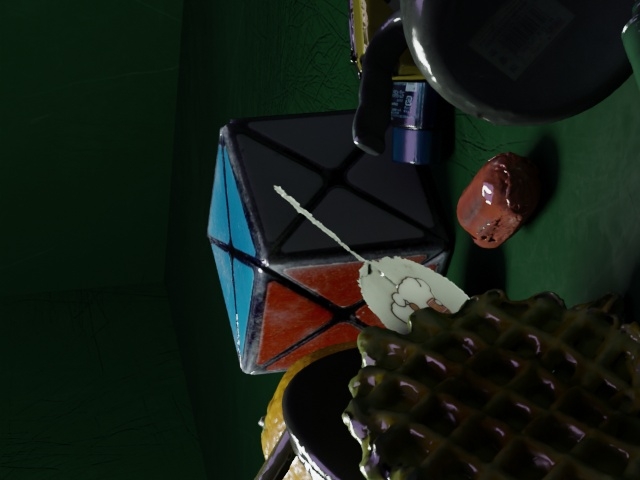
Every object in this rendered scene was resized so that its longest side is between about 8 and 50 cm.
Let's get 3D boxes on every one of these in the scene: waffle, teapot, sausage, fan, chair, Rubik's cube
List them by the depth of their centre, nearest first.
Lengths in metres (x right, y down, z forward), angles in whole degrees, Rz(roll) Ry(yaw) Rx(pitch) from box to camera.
[{"bbox_3d":[0.169,0.155,1.392,0.317,0.297,0.073,-101,5,-55],"label":"waffle"},{"bbox_3d":[0.160,-0.223,1.450,0.285,0.223,0.305,-102,21,-58],"label":"teapot"},{"bbox_3d":[0.079,0.350,1.575,0.365,0.362,0.410,36,125,40],"label":"chair"},{"bbox_3d":[0.191,-0.043,1.680,0.141,0.076,0.076,112,150,-65],"label":"sausage"},{"bbox_3d":[0.073,0.039,1.862,0.329,0.009,0.191,39,152,-1],"label":"fan"},{"bbox_3d":[0.000,0.000,2.077,0.259,0.255,0.260,102,159,-48],"label":"Rubik's cube"}]

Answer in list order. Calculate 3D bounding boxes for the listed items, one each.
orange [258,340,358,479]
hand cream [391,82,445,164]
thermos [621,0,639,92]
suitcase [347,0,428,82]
[{"bbox_3d":[0.056,0.239,1.898,0.264,0.264,0.264,175,90,-76],"label":"orange"},{"bbox_3d":[0.122,-0.228,1.934,0.120,0.061,0.270,-160,70,-73],"label":"hand cream"},{"bbox_3d":[0.287,-0.127,1.254,0.083,0.073,0.187,108,154,-61],"label":"thermos"},{"bbox_3d":[0.121,-0.258,1.631,0.143,0.194,0.234,-139,46,-84],"label":"suitcase"}]
